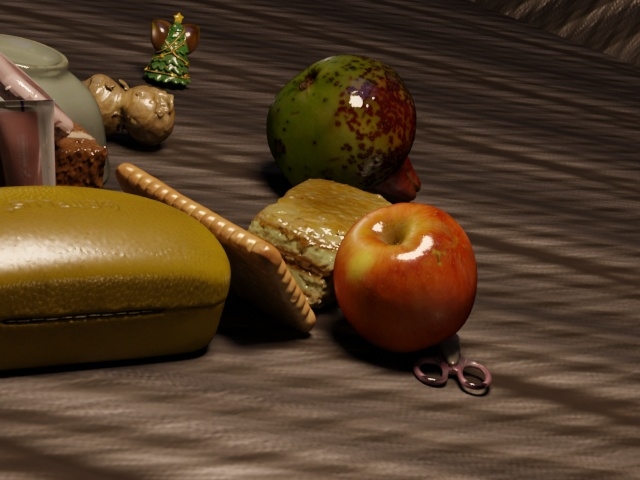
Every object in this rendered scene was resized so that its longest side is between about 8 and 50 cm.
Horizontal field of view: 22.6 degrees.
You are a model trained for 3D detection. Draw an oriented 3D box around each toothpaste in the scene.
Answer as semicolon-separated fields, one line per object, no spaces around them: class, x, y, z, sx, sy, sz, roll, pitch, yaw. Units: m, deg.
toothpaste;-0.306;-0.057;1.692;0.067;0.195;0.043;-1;25;0

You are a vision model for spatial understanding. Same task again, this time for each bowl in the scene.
bowl;-0.395;-0.172;2.011;0.289;0.146;0.289;13;20;-5

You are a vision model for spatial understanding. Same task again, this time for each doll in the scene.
doll;-0.228;-0.289;2.481;0.078;0.113;0.077;6;36;-20

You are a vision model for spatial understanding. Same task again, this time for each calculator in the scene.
calculator;-0.328;-0.163;1.756;0.100;0.032;0.175;42;0;-34

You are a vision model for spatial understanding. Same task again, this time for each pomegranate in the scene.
pomegranate;0.051;-0.130;2.165;0.248;0.214;0.214;43;8;-27

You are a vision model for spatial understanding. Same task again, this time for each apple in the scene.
apple;0.094;0.043;1.756;0.163;0.139;0.163;-12;36;9

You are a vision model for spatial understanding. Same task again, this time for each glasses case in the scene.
glasses case;-0.267;0.028;1.578;0.371;0.141;0.173;-2;25;-38

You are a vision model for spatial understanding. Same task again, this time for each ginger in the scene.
ginger;-0.299;-0.180;2.184;0.204;0.104;0.080;12;63;-3

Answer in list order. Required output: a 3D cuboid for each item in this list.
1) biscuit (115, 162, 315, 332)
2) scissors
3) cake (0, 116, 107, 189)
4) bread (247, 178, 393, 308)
biscuit;-0.115;0.006;1.758;0.249;0.160;0.030;29;69;35
scissors;0.142;0.119;1.782;0.085;0.022;0.176;6;23;-2
cake;-0.331;-0.074;1.807;0.134;0.135;0.147;-1;28;-43
bread;0.000;0.000;1.887;0.138;0.102;0.196;21;23;24
